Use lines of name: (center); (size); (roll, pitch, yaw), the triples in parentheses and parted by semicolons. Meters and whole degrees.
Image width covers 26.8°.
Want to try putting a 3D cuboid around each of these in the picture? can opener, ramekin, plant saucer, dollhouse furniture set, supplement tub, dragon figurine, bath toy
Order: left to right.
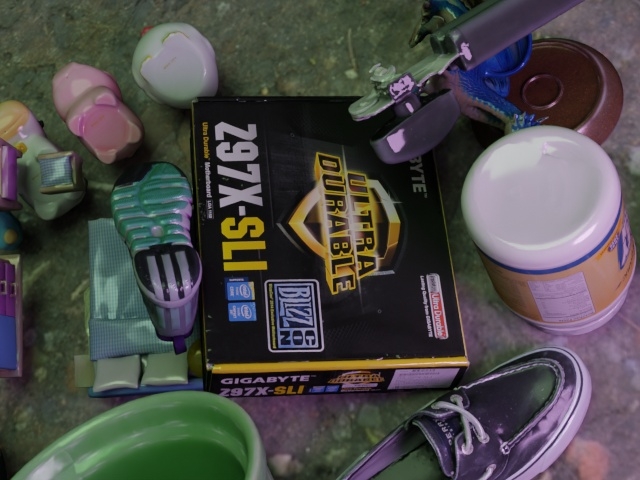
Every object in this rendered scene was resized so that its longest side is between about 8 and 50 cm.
dollhouse furniture set: (-0.250, 0.016, 1.384); (0.303, 0.198, 0.287); (-4, 81, 11)
bath toy: (-0.278, -0.140, 1.588); (0.348, 0.129, 0.151); (-36, 101, 1)
ramekin: (-0.162, 0.293, 1.231); (0.303, 0.148, 0.303); (-21, 29, 12)
can opener: (0.149, -0.182, 1.340); (0.280, 0.093, 0.074); (-36, 18, -10)
dragon figurine: (0.171, -0.201, 1.427); (0.144, 0.085, 0.289); (7, 62, -6)
plant saucer: (0.242, -0.156, 1.460); (0.168, 0.029, 0.169); (-9, 60, 16)
supplement tub: (0.222, -0.003, 1.282); (0.144, 0.200, 0.144); (-8, 61, 16)

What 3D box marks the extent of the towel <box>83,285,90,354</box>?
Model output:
towel: (-0.194, 0.076, 1.492); (0.148, 0.027, 0.110); (-20, 59, 9)

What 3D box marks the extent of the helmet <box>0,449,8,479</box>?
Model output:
helmet: (-0.412, 0.251, 1.397); (0.169, 0.169, 0.162); (26, 90, 29)

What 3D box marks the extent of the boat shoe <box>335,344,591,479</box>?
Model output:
boat shoe: (0.124, 0.194, 1.269); (0.301, 0.102, 0.108); (-34, 57, 0)

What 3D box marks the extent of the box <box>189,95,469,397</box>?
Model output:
box: (0.000, 0.000, 1.379); (0.257, 0.079, 0.322); (-1, 60, -7)

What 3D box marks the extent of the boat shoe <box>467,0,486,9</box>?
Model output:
boat shoe: (0.187, -0.316, 1.551); (0.072, 0.068, 0.190); (-25, 67, -9)

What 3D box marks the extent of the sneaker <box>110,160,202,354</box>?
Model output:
sneaker: (-0.164, 0.013, 1.346); (0.083, 0.098, 0.224); (-5, 38, -7)
